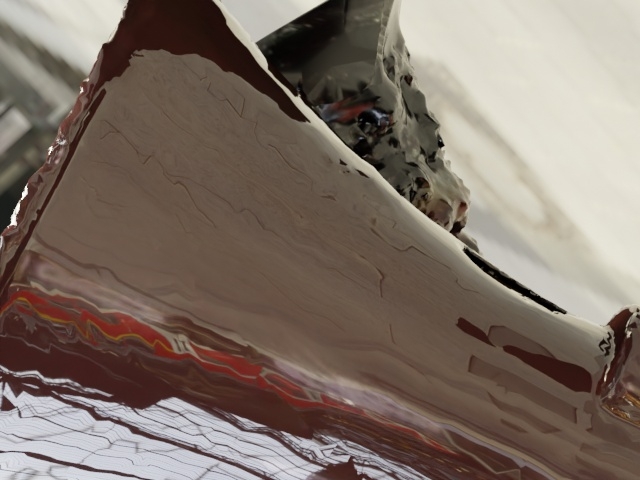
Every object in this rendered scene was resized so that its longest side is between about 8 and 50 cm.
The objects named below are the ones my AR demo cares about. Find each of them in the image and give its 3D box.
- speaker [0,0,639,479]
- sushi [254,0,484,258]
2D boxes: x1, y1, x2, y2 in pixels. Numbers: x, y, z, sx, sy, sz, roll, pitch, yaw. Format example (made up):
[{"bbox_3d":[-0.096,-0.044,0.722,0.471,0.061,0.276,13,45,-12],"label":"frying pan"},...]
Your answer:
[{"bbox_3d":[0.066,0.021,0.590,0.329,0.259,0.198,20,177,-5],"label":"speaker"},{"bbox_3d":[0.000,0.000,0.830,0.150,0.153,0.172,56,161,3],"label":"sushi"}]
